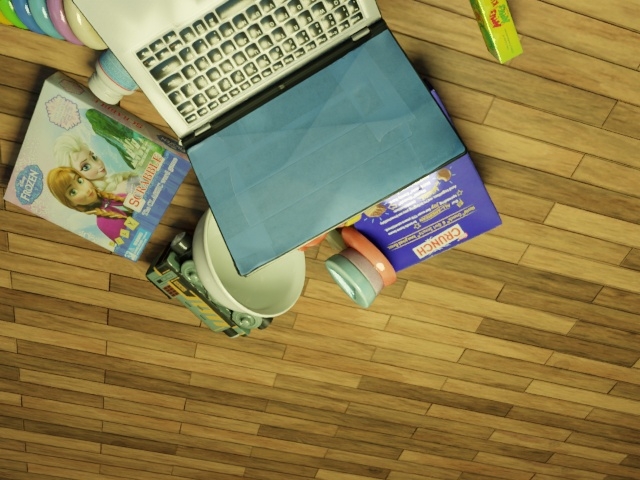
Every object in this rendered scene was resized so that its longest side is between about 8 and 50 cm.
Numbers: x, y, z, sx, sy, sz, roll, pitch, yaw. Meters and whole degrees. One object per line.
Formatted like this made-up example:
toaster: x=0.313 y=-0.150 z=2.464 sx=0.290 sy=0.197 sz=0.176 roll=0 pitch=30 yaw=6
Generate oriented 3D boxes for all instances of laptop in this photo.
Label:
laptop: x=-0.068 y=-0.234 z=0.695 sx=0.381 sy=0.236 sz=0.408 roll=-29 pitch=127 yaw=6

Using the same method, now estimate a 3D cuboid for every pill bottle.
pill bottle: x=-0.370 y=-0.338 z=0.959 sx=0.160 sy=0.087 sz=0.087 roll=-36 pitch=116 yaw=21

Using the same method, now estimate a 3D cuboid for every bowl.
bowl: x=-0.178 y=0.035 z=1.110 sx=0.134 sy=0.298 sz=0.298 roll=-19 pitch=123 yaw=35

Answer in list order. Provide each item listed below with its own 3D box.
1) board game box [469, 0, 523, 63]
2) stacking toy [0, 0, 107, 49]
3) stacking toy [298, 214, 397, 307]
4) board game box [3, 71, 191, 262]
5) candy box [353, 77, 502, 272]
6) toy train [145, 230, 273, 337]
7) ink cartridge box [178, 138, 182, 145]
board game box: x=0.301 y=-0.419 z=0.896 sx=0.043 sy=0.092 sz=0.181 roll=-25 pitch=120 yaw=18
stacking toy: x=-0.525 y=-0.420 z=0.871 sx=0.329 sy=0.141 sz=0.141 roll=9 pitch=124 yaw=9
stacking toy: x=0.000 y=0.000 z=1.052 sx=0.130 sy=0.279 sz=0.309 roll=-41 pitch=120 yaw=-12
board game box: x=-0.484 y=-0.143 z=1.102 sx=0.317 sy=0.066 sz=0.319 roll=29 pitch=119 yaw=-17
candy box: x=0.176 y=-0.118 z=1.028 sx=0.268 sy=0.122 sz=0.317 roll=-27 pitch=114 yaw=18
toy train: x=-0.267 y=0.118 z=1.242 sx=0.190 sy=0.142 sz=0.334 roll=-24 pitch=123 yaw=29
ink cartridge box: x=-0.136 y=-0.222 z=0.983 sx=0.237 sy=0.172 sz=0.100 roll=19 pitch=122 yaw=-11
